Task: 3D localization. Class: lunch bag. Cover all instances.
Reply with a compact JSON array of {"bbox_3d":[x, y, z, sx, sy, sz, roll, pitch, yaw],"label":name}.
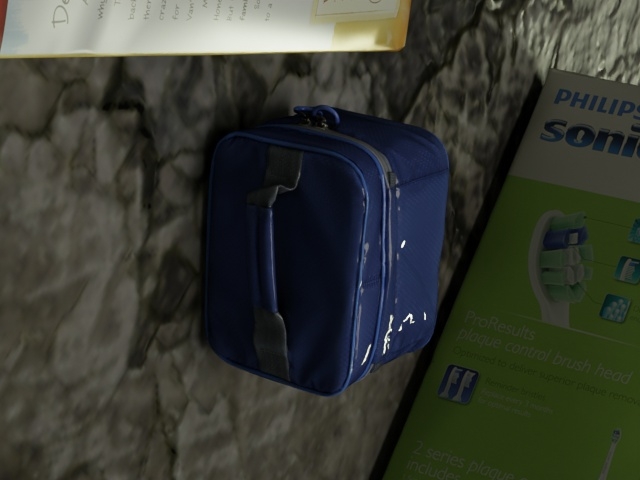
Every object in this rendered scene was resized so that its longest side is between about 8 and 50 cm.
[{"bbox_3d":[0.000,0.000,0.575,0.065,0.067,0.098,-26,124,-54],"label":"lunch bag"}]

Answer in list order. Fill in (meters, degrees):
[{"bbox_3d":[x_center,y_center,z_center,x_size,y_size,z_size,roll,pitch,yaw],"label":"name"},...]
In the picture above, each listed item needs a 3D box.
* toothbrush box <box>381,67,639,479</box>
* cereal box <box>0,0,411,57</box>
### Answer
[{"bbox_3d":[0.137,0.096,0.797,0.283,0.122,0.206,-66,150,-15],"label":"toothbrush box"},{"bbox_3d":[-0.040,-0.138,0.466,0.240,0.047,0.173,-10,111,-58],"label":"cereal box"}]
